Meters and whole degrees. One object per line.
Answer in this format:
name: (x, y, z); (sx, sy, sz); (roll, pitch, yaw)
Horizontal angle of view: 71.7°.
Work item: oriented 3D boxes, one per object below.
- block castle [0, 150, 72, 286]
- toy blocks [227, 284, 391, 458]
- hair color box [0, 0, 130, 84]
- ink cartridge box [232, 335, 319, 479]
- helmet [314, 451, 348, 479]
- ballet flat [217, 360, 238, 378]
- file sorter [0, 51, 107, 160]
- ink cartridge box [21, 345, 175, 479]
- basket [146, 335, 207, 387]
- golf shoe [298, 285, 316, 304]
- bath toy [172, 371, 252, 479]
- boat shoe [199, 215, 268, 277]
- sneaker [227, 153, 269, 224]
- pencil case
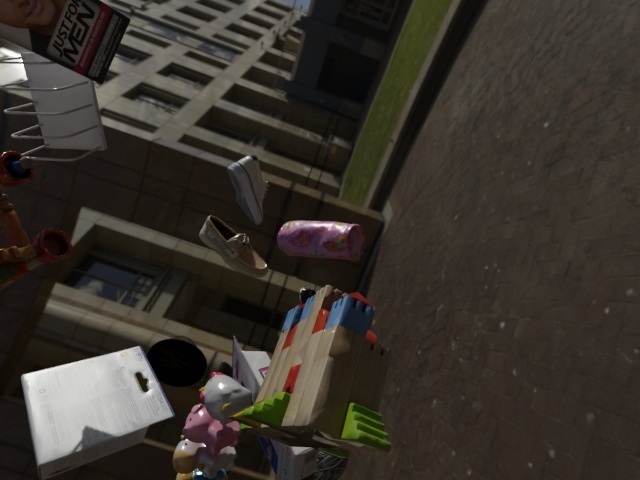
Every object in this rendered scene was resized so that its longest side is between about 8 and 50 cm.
block castle: (-0.800, -0.027, 0.948); (0.213, 0.303, 0.453); (-23, 4, 22)
toy blocks: (0.002, 0.202, 0.753); (0.381, 0.191, 0.260); (-41, 25, 57)
hair color box: (-0.674, -0.546, 1.035); (0.114, 0.375, 0.185); (39, 104, 45)
ink cartridge box: (-0.123, 0.403, 1.055); (0.371, 0.069, 0.175); (43, 135, 45)
helmet: (0.000, 0.678, 1.375); (0.161, 0.169, 0.169); (-34, 33, 53)
ballet flat: (-0.250, 0.413, 1.392); (0.173, 0.058, 0.049); (30, -105, -51)
file sorter: (-0.770, -0.377, 1.262); (0.173, 0.193, 0.277); (-79, -9, -62)
ink cartridge box: (-0.630, 0.460, 1.251); (0.324, 0.330, 0.071); (39, 125, 43)
basket: (-0.510, 0.420, 1.593); (0.154, 0.204, 0.227); (-67, 12, -10)
golf shoe: (-0.056, 0.216, 1.702); (0.077, 0.094, 0.198); (-50, -26, -9)
bath toy: (-0.275, 0.466, 1.089); (0.129, 0.151, 0.348); (44, 123, 41)
boat shoe: (-0.311, 0.022, 1.624); (0.098, 0.302, 0.109); (-60, -13, 28)
sneaker: (-0.185, -0.137, 1.253); (0.091, 0.094, 0.258); (-38, -23, -18)
pencil case: (0.000, 0.000, 1.420); (0.124, 0.284, 0.124); (-5, -84, -57)
